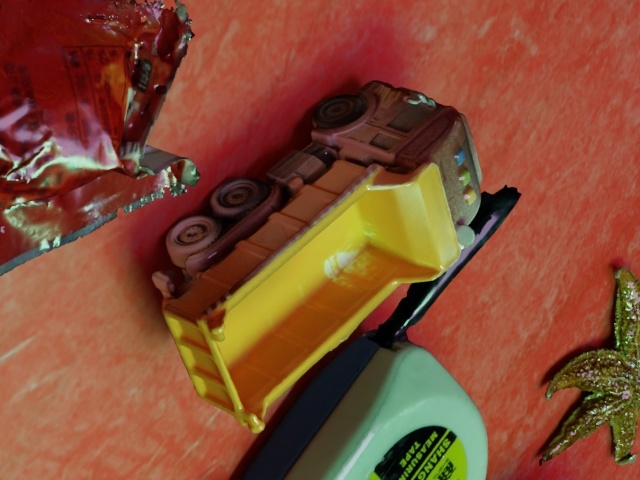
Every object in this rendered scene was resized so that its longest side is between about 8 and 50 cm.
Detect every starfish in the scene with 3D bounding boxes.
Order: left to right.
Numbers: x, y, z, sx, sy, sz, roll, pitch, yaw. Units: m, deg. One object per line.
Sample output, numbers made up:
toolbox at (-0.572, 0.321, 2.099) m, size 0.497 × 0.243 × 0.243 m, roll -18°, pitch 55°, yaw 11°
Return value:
starfish at (0.297, 0.136, 1.600) m, size 0.227 × 0.043 × 0.240 m, roll -27°, pitch 123°, yaw -40°

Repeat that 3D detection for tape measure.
tape measure at (0.075, 0.136, 1.303) m, size 0.351 × 0.098 × 0.215 m, roll -52°, pitch 136°, yaw -14°

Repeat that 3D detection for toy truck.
toy truck at (0.000, 0.000, 1.129) m, size 0.270 × 0.135 × 0.114 m, roll -42°, pitch 133°, yaw -28°

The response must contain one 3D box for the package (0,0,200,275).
package at (-0.187, -0.064, 0.948) m, size 0.269 × 0.071 × 0.194 m, roll -15°, pitch 103°, yaw -40°
